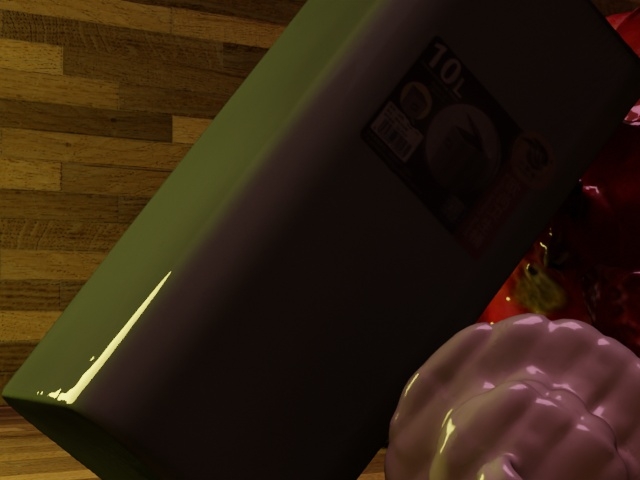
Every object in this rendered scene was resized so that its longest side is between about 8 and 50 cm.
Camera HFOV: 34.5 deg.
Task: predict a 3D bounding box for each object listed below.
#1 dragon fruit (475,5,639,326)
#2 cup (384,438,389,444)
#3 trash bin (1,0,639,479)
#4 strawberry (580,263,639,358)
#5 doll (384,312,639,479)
[{"bbox_3d":[0.253,0.033,0.746,0.386,0.371,0.249,-35,11,30],"label":"dragon fruit"},{"bbox_3d":[0.172,0.125,1.093,0.257,0.219,0.290,-1,24,-1],"label":"cup"},{"bbox_3d":[0.000,0.000,0.588,0.158,0.343,0.223,43,-24,-17],"label":"trash bin"},{"bbox_3d":[0.239,0.084,0.521,0.228,0.098,0.174,22,-5,5],"label":"strawberry"},{"bbox_3d":[0.107,0.096,0.466,0.119,0.138,0.293,-40,-17,11],"label":"doll"}]
